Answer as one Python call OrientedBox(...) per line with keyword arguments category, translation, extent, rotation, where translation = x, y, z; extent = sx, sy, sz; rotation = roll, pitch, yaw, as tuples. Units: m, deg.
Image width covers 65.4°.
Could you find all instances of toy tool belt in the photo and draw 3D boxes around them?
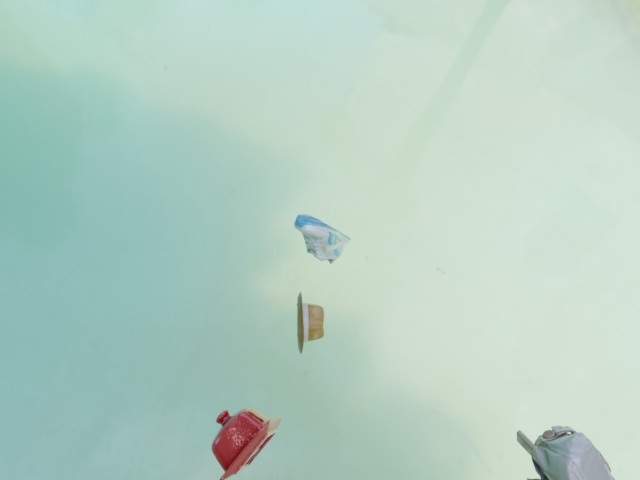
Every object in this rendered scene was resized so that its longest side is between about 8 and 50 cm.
OrientedBox(category="toy tool belt", translation=(0.173, 0.168, 0.345), extent=(0.052, 0.051, 0.083), rotation=(-37, 101, -29))

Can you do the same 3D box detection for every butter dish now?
OrientedBox(category="butter dish", translation=(-0.178, 0.419, 1.084), extent=(0.118, 0.160, 0.160), rotation=(38, 83, 15))

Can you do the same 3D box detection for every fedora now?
OrientedBox(category="fedora", translation=(-0.029, 0.238, 1.453), extent=(0.079, 0.194, 0.194), rotation=(-1, 48, -4))

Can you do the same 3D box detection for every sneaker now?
OrientedBox(category="sneaker", translation=(0.000, 0.000, 1.276), extent=(0.087, 0.092, 0.228), rotation=(33, 2, 33))
